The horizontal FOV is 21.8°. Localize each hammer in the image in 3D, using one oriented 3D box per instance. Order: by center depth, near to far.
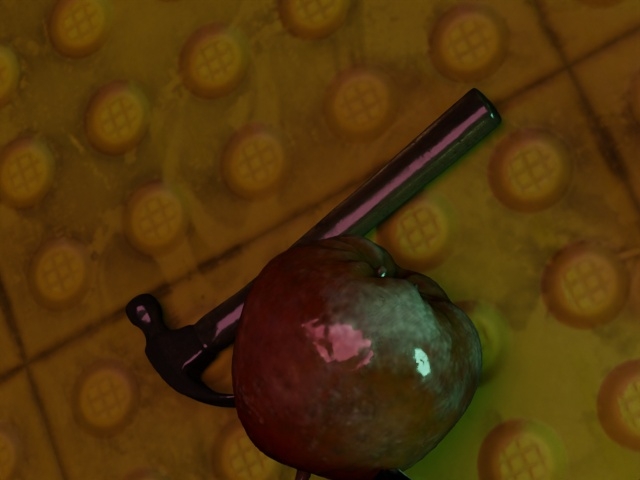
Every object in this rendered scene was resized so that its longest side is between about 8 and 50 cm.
[{"bbox_3d":[0.000,0.000,1.681,0.440,0.044,0.168,-41,66,11],"label":"hammer"}]

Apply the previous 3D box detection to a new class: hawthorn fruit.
[{"bbox_3d":[0.020,0.113,1.554,0.263,0.235,0.231,-35,89,38],"label":"hawthorn fruit"}]

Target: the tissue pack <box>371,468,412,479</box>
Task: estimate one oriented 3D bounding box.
[{"bbox_3d":[0.143,0.393,1.428,0.370,0.198,0.210,39,67,25],"label":"tissue pack"}]
